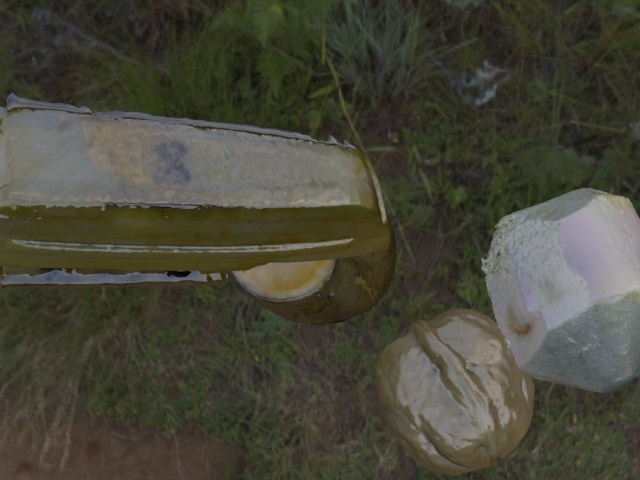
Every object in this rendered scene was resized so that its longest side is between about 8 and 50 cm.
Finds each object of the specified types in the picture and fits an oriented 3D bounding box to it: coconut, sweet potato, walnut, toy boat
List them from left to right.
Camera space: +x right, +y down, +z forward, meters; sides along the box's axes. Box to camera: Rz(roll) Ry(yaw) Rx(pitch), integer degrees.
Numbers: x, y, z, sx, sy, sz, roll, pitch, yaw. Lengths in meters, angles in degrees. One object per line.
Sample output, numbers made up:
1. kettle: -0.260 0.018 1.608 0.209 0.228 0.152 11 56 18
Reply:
1. toy boat: -0.070 -0.014 0.376 0.226 0.088 0.068 1 59 -26
2. sweet potato: 0.003 -0.006 0.612 0.112 0.085 0.286 26 16 -4
3. walnut: 0.313 0.348 1.883 0.381 0.381 0.381 -3 52 4
4. coconut: 0.422 0.098 1.323 0.297 0.297 0.310 -11 55 -2
